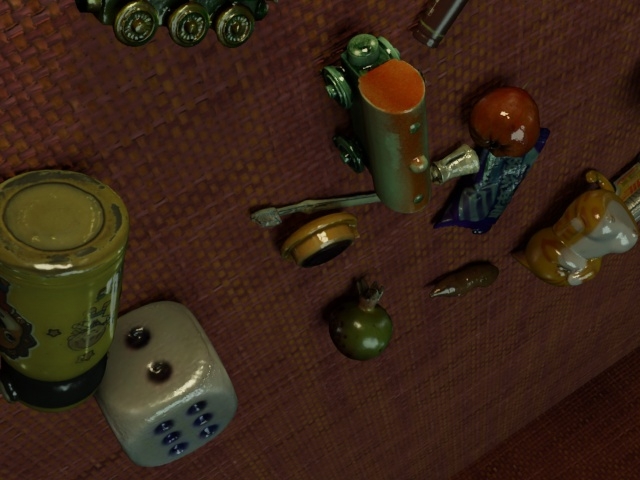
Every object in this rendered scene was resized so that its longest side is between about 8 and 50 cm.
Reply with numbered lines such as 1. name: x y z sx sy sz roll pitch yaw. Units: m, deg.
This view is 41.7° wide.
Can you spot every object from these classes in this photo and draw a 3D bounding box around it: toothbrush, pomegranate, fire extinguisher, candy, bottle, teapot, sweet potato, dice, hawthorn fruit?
1. toothbrush: 0.006 -0.057 1.385 0.294 0.028 0.026 -15 143 -41
2. pomegranate: 0.076 0.159 1.649 0.129 0.129 0.159 -27 128 -17
3. fire extinguisher: 0.189 -0.345 1.176 0.158 0.043 0.064 -55 175 27
4. candy: 0.322 -0.108 1.600 0.145 0.070 0.275 -3 137 -31
5. bottle: -0.342 0.092 1.084 0.171 0.171 0.351 -17 142 -31
6. teapot: 0.234 -0.133 1.488 0.083 0.057 0.067 -27 152 -8
7. sweet potato: 0.327 0.088 1.870 0.218 0.051 0.065 -14 143 -35
8. dice: -0.253 0.226 1.330 0.194 0.192 0.193 -26 146 -16
9. hawthorn fruit: 0.309 -0.206 1.421 0.125 0.140 0.125 -4 170 -1

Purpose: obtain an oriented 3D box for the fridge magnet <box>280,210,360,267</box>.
1. fridge magnet: 0.000 0.000 1.402 0.143 0.063 0.143 -26 166 -7

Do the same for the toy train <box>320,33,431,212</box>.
1. toy train: 0.095 -0.157 1.197 0.116 0.177 0.285 -31 149 -11

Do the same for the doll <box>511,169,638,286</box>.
1. doll: 0.582 -0.001 1.897 0.166 0.162 0.269 32 116 -23

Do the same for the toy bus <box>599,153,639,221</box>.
1. toy bus: 0.747 -0.122 1.969 0.268 0.106 0.092 -40 146 6

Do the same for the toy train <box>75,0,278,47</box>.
1. toy train: -0.144 -0.281 0.886 0.225 0.090 0.137 -9 132 -38
